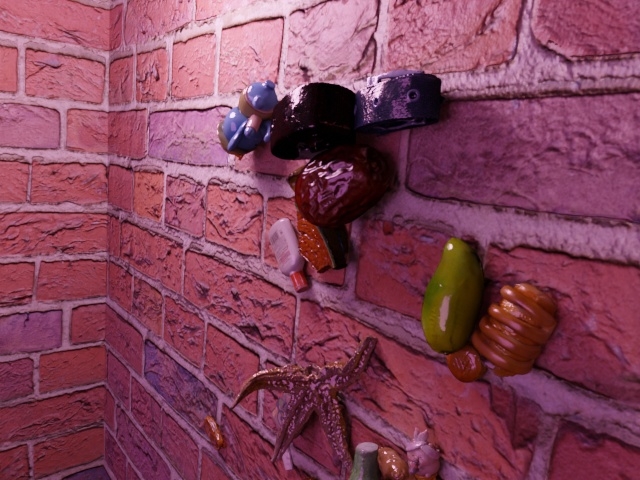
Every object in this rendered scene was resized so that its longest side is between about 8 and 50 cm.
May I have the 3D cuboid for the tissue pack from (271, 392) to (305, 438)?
[{"bbox_3d":[-0.083,0.504,1.485,0.108,0.060,0.148,49,128,35],"label":"tissue pack"}]

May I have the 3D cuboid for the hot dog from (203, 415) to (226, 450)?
[{"bbox_3d":[-0.401,0.731,1.901,0.144,0.038,0.062,47,123,35],"label":"hot dog"}]

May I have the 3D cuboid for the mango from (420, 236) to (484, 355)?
[{"bbox_3d":[0.263,0.110,0.999,0.125,0.111,0.233,-2,81,64],"label":"mango"}]

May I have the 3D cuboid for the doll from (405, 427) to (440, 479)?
[{"bbox_3d":[0.219,0.480,1.099,0.073,0.084,0.127,-6,96,48],"label":"doll"}]

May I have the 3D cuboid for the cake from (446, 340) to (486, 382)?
[{"bbox_3d":[0.298,0.246,1.023,0.084,0.044,0.084,4,96,48],"label":"cake"}]

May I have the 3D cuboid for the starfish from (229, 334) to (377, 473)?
[{"bbox_3d":[-0.029,0.437,1.329,0.398,0.132,0.384,-5,93,13],"label":"starfish"}]

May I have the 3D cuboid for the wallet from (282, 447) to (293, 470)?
[{"bbox_3d":[-0.107,0.672,1.562,0.044,0.011,0.083,-34,66,46],"label":"wallet"}]

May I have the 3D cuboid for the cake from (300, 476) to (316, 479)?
[{"bbox_3d":[-0.070,0.809,1.430,0.112,0.135,0.246,41,123,40],"label":"cake"}]

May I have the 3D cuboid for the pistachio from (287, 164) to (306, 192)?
[{"bbox_3d":[-0.023,-0.165,1.380,0.173,0.049,0.089,17,127,42],"label":"pistachio"}]

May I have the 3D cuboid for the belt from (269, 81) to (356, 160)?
[{"bbox_3d":[-0.020,-0.299,1.253,0.289,0.184,0.164,-9,76,58],"label":"belt"}]

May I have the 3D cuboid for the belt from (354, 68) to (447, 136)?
[{"bbox_3d":[0.163,-0.306,1.090,0.218,0.122,0.128,4,93,51],"label":"belt"}]

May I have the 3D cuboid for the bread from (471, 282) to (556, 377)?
[{"bbox_3d":[0.353,0.163,0.923,0.119,0.084,0.177,38,117,42],"label":"bread"}]

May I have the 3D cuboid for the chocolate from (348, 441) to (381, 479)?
[{"bbox_3d":[0.107,0.648,1.239,0.110,0.110,0.291,9,97,50],"label":"chocolate"}]

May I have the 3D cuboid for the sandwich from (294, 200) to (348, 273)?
[{"bbox_3d":[0.009,-0.004,1.339,0.235,0.079,0.159,45,135,43],"label":"sandwich"}]

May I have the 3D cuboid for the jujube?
[{"bbox_3d":[0.042,-0.130,1.199,0.243,0.183,0.183,-28,71,45],"label":"jujube"}]

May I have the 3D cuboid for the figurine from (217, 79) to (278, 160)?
[{"bbox_3d":[-0.221,-0.362,1.531,0.262,0.154,0.180,-40,51,48],"label":"figurine"}]

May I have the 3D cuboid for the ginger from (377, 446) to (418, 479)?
[{"bbox_3d":[0.189,0.561,1.149,0.190,0.069,0.095,61,147,26],"label":"ginger"}]

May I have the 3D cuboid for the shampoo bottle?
[{"bbox_3d":[-0.090,0.048,1.472,0.108,0.051,0.221,-44,60,41],"label":"shampoo bottle"}]
